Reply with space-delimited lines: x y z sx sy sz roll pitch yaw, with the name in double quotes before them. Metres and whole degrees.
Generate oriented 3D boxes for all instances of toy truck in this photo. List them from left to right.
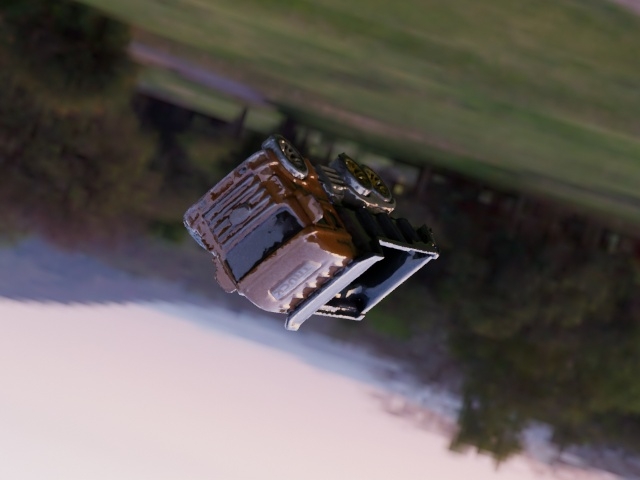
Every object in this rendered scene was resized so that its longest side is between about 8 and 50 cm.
"toy truck" 0.000 0.000 1.140 0.092 0.083 0.192 58 -160 21
